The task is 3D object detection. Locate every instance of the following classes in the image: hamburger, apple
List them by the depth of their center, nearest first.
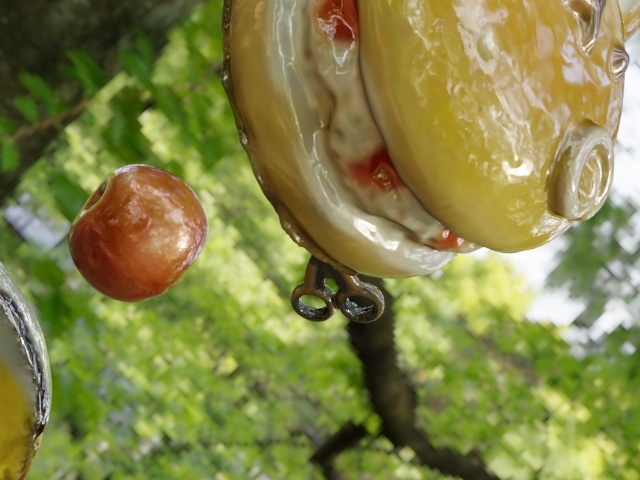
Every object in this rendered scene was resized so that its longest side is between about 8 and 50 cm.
[{"bbox_3d":[0.096,-0.121,1.037,0.186,0.303,0.261,-12,-82,34],"label":"hamburger"},{"bbox_3d":[-0.212,-0.011,1.885,0.139,0.163,0.163,37,-4,-27],"label":"apple"}]

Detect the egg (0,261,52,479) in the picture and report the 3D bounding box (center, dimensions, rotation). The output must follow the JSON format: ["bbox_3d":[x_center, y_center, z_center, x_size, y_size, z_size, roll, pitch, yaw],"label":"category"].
[{"bbox_3d":[-0.364,0.085,1.304,0.337,0.337,0.201,51,15,-24],"label":"egg"}]

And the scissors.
[{"bbox_3d":[0.000,0.000,1.456,0.088,0.017,0.220,1,-41,15],"label":"scissors"}]
